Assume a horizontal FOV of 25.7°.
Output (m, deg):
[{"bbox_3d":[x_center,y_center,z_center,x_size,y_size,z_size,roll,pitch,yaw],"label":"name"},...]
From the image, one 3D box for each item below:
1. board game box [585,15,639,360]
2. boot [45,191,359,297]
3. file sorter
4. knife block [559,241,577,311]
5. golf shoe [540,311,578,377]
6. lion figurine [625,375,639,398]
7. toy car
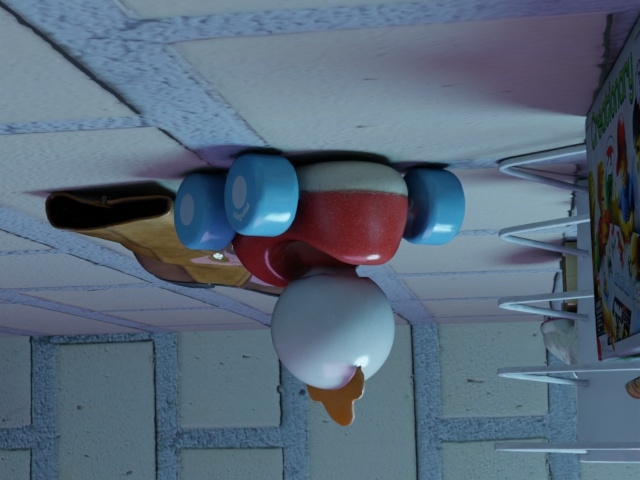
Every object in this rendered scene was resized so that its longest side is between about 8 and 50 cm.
[{"bbox_3d":[0.223,-0.021,0.939,0.053,0.193,0.305,-2,172,4],"label":"board game box"},{"bbox_3d":[-0.110,-0.016,1.479,0.264,0.096,0.280,4,168,20],"label":"boot"},{"bbox_3d":[0.269,0.057,1.256,0.173,0.277,0.193,11,166,-42],"label":"file sorter"},{"bbox_3d":[0.453,0.048,1.921,0.242,0.088,0.276,-1,172,8],"label":"knife block"},{"bbox_3d":[0.373,0.163,1.923,0.115,0.140,0.306,-2,174,-4],"label":"golf shoe"},{"bbox_3d":[0.368,0.155,0.955,0.392,0.240,0.142,-31,170,28],"label":"lion figurine"},{"bbox_3d":[-0.002,0.052,1.297,0.219,0.238,0.210,4,171,-31],"label":"toy car"}]
